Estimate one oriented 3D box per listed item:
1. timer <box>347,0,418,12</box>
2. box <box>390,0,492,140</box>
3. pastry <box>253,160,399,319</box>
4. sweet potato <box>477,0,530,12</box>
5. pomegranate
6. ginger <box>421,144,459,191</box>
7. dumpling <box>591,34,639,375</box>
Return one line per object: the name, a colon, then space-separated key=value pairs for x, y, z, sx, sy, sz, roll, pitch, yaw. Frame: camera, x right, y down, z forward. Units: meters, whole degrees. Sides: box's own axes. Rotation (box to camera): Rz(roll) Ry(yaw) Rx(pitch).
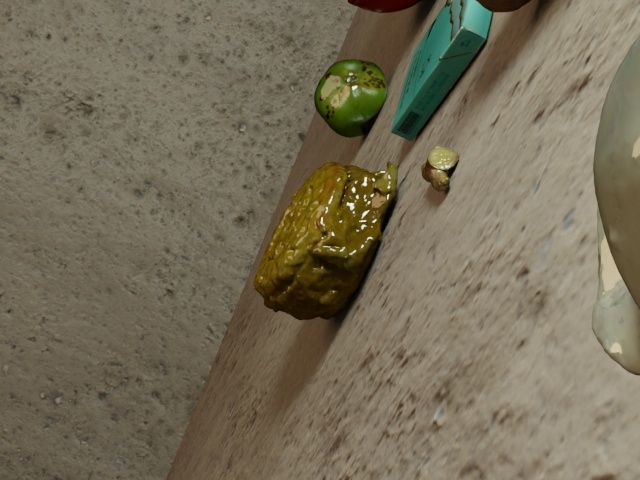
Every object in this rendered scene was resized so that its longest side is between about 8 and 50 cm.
timer: x=0.123 y=-0.596 z=1.664 sx=0.378 sy=0.279 sz=0.378 roll=-160 pitch=90 yaw=-81
box: x=0.168 y=-0.262 z=1.280 sx=0.229 sy=0.041 sz=0.162 roll=125 pitch=165 yaw=-56
pastry: x=0.000 y=0.000 z=1.354 sx=0.235 sy=0.132 sz=0.240 roll=138 pitch=153 yaw=-74
sweet potato: x=0.232 y=-0.367 z=0.881 sx=0.336 sy=0.131 sz=0.131 roll=125 pitch=166 yaw=-56
pomegranate: x=0.047 y=-0.265 z=1.795 sx=0.169 sy=0.122 sz=0.143 roll=141 pitch=122 yaw=-68
ginger: x=0.132 y=-0.085 z=1.081 sx=0.097 sy=0.030 sz=0.048 roll=-109 pitch=40 yaw=-75
dumpling: x=0.173 y=-0.037 z=0.335 sx=0.250 sy=0.132 sz=0.162 roll=123 pitch=163 yaw=-52
